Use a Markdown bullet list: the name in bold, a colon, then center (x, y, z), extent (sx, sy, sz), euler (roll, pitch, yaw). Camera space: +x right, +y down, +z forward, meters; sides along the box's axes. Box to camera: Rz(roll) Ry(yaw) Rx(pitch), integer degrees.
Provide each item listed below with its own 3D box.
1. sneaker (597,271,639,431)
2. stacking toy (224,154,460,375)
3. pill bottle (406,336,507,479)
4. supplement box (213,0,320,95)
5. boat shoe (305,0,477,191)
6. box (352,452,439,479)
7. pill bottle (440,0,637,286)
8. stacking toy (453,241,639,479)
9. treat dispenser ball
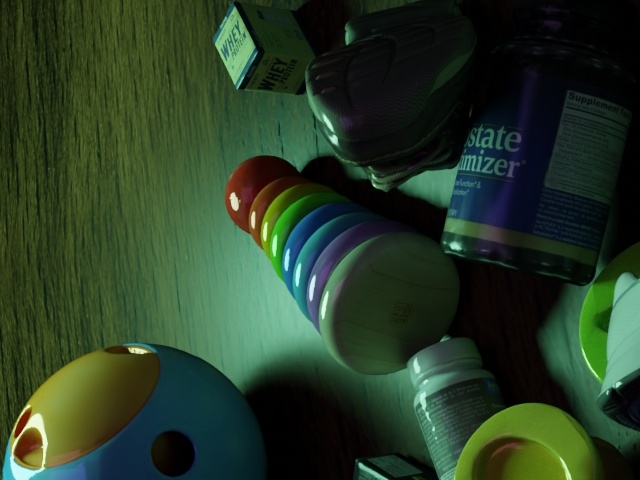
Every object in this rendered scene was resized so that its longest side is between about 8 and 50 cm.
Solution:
- **sneaker**: center (0.285, 0.009, 0.731), extent (0.297, 0.111, 0.129), euler (-36, 36, 36)
- **stacking toy**: center (0.000, 0.000, 1.185), extent (0.330, 0.141, 0.141), euler (42, 123, 54)
- **pill bottle**: center (0.127, 0.160, 1.029), extent (0.078, 0.078, 0.137), euler (-44, 55, 44)
- **supplement box**: center (-0.059, -0.209, 1.288), extent (0.056, 0.083, 0.083), euler (-56, 47, 38)
- **boat shoe**: center (0.078, -0.112, 0.967), extent (0.132, 0.355, 0.130), euler (-11, 108, 16)
- **box**: center (0.108, 0.320, 1.068), extent (0.232, 0.059, 0.183), euler (23, 110, 52)
- **pill bottle**: center (0.176, -0.082, 0.919), extent (0.123, 0.123, 0.219), euler (13, 90, 53)
- **stacking toy**: center (0.281, 0.161, 0.838), extent (0.309, 0.130, 0.279), euler (26, 84, 48)
- **treat dispenser ball**: center (-0.202, 0.256, 1.303), extent (0.288, 0.288, 0.288), euler (-2, 88, 54)
